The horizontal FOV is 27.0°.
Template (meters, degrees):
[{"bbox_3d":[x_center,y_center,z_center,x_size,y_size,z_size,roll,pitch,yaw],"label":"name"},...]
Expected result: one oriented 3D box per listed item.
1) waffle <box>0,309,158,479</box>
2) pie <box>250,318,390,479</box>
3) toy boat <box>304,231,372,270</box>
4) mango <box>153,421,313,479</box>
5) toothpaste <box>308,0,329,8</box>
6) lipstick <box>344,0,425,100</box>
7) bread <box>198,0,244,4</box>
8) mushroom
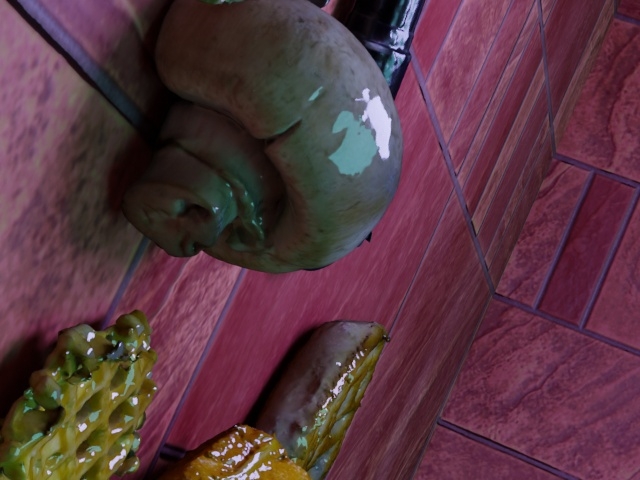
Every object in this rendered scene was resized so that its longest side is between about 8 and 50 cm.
[{"bbox_3d":[-0.204,0.184,1.037,0.280,0.060,0.262,-68,163,-1],"label":"waffle"},{"bbox_3d":[-0.017,0.231,1.648,0.315,0.092,0.315,-58,165,-24],"label":"pie"},{"bbox_3d":[0.000,0.000,1.456,0.141,0.060,0.055,-30,140,-54],"label":"toy boat"},{"bbox_3d":[-0.126,0.316,1.243,0.350,0.201,0.199,-46,124,-35],"label":"mango"},{"bbox_3d":[0.042,-0.299,1.238,0.239,0.039,0.062,-59,171,-35],"label":"toothpaste"},{"bbox_3d":[0.057,-0.205,1.331,0.081,0.081,0.299,-12,123,-70],"label":"lipstick"},{"bbox_3d":[-0.096,-0.197,0.762,0.110,0.156,0.103,-21,140,-42],"label":"bread"},{"bbox_3d":[-0.035,-0.067,1.033,0.195,0.189,0.253,-57,152,-37],"label":"mushroom"}]
